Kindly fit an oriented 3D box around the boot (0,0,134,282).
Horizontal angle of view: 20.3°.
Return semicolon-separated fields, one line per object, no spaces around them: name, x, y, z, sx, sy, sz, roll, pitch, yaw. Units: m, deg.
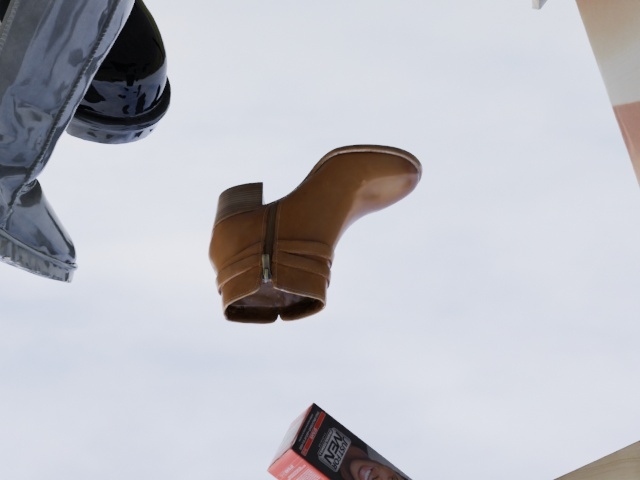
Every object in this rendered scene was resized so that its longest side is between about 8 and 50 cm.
boot;-0.184;-0.085;1.221;0.076;0.208;0.189;18;171;19

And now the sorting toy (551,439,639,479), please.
sorting toy;0.335;0.287;1.510;0.089;0.255;0.257;-3;158;-42

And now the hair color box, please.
hair color box;0.027;0.219;1.609;0.141;0.043;0.072;39;-143;-8

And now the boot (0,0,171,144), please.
boot;-0.197;-0.264;1.320;0.131;0.348;0.260;-31;170;-40

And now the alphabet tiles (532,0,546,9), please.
alphabet tiles;0.240;-0.405;1.721;0.011;0.342;0.285;19;-129;26

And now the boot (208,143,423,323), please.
boot;0.000;0.000;1.541;0.197;0.073;0.152;-17;-141;10

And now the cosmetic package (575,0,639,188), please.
cosmetic package;0.270;-0.043;0.997;0.129;0.296;0.153;-7;164;-42
